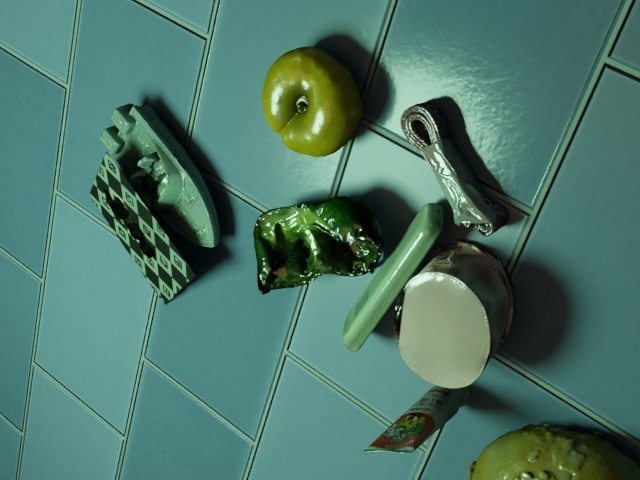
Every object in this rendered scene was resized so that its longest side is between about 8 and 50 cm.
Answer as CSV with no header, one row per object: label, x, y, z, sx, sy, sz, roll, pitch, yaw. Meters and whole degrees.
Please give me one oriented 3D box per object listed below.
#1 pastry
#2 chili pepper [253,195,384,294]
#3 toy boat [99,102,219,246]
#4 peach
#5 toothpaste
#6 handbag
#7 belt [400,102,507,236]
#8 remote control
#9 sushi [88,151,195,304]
pastry,0.358,0.432,1.381,0.315,0.184,0.285,1,107,37
chili pepper,0.007,-0.001,1.542,0.264,0.116,0.148,-14,86,39
toy boat,-0.294,-0.113,1.722,0.319,0.092,0.141,50,133,10
peach,-0.016,-0.222,1.469,0.179,0.103,0.179,16,118,33
toothpaste,0.163,0.287,1.439,0.089,0.234,0.057,-10,101,38
handbag,0.210,0.116,1.418,0.179,0.116,0.205,20,118,30
belt,0.198,-0.107,1.385,0.071,0.053,0.232,-34,85,32
remote control,0.115,0.063,1.488,0.038,0.090,0.310,26,124,-8
sushi,-0.344,-0.025,1.801,0.290,0.050,0.264,55,152,2
